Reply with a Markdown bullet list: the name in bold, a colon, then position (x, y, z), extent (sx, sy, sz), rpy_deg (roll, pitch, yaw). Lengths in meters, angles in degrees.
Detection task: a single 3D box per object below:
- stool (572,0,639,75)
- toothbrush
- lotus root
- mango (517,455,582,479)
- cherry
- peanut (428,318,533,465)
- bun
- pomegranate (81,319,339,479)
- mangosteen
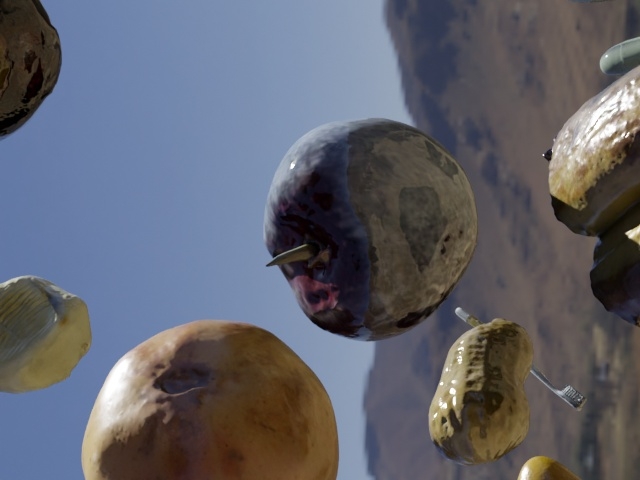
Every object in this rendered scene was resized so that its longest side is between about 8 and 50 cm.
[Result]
- **stool**: position (0.462, -0.341, 1.852), extent (0.195, 0.199, 0.195), rpy_deg (53, -122, -31)
- **toothbrush**: position (0.318, 0.183, 2.197), extent (0.024, 0.288, 0.021), rpy_deg (-52, -39, 2)
- **lotus root**: position (0.381, -0.058, 1.395), extent (0.250, 0.316, 0.316), rpy_deg (106, 171, -64)
- **mango**: position (0.354, 0.403, 1.853), extent (0.253, 0.138, 0.113), rpy_deg (61, -175, 22)
- **cherry**: position (0.056, -0.016, 1.566), extent (0.296, 0.218, 0.255), rpy_deg (-25, -86, -46)
- **peanut**: position (0.201, 0.179, 1.642), extent (0.236, 0.120, 0.110), rpy_deg (-58, -19, -51)
- **bun**: position (-0.498, 0.165, 2.356), extent (0.145, 0.229, 0.229), rpy_deg (56, -145, -55)
- **pomegranate**: position (-0.134, 0.274, 1.711), extent (0.338, 0.338, 0.338), rpy_deg (3, -90, -83)
- **mangosteen**: position (-0.363, -0.186, 1.369), extent (0.210, 0.210, 0.209), rpy_deg (3, -90, -83)
